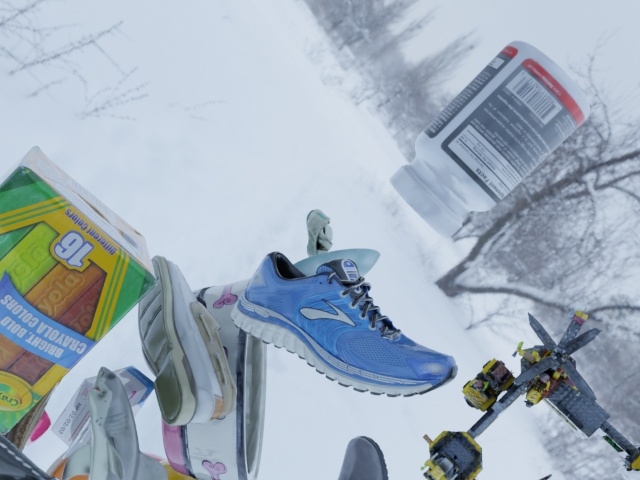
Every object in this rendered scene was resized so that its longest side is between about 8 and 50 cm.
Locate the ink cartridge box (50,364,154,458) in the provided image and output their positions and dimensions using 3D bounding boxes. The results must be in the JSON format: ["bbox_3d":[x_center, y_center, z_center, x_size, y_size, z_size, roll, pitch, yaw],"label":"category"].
[{"bbox_3d":[-0.355,0.271,1.008,0.061,0.104,0.181,36,5,12],"label":"ink cartridge box"}]

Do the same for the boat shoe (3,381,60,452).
[{"bbox_3d":[-0.443,0.242,0.854,0.123,0.342,0.123,31,-10,-6],"label":"boat shoe"}]

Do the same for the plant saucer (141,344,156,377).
[{"bbox_3d":[-0.259,0.218,1.156,0.168,0.029,0.168,33,24,-17],"label":"plant saucer"}]

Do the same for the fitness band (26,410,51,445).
[{"bbox_3d":[-0.549,0.261,1.065,0.209,0.291,0.054,49,57,-3],"label":"fitness band"}]

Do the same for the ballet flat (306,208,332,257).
[{"bbox_3d":[0.000,0.000,1.305,0.052,0.057,0.168,28,-26,20],"label":"ballet flat"}]

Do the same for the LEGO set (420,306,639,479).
[{"bbox_3d":[0.263,0.255,0.641,0.331,0.255,0.192,54,1,25],"label":"LEGO set"}]

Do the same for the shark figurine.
[{"bbox_3d":[-0.256,0.319,0.783,0.116,0.278,0.166,14,6,-42],"label":"shark figurine"}]

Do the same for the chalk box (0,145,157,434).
[{"bbox_3d":[-0.349,0.067,0.682,0.180,0.289,0.179,45,-4,-24],"label":"chalk box"}]

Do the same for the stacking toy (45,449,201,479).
[{"bbox_3d":[-0.345,0.584,1.318,0.350,0.480,0.351,30,52,-48],"label":"stacking toy"}]

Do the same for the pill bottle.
[{"bbox_3d":[0.320,-0.190,1.231,0.210,0.363,0.210,42,14,-13],"label":"pill bottle"}]

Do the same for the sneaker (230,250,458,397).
[{"bbox_3d":[0.032,0.103,0.848,0.330,0.147,0.130,22,4,24],"label":"sneaker"}]

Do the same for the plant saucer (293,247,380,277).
[{"bbox_3d":[0.028,0.064,1.251,0.195,0.195,0.037,26,50,-62],"label":"plant saucer"}]

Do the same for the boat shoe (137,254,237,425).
[{"bbox_3d":[-0.220,0.157,1.013,0.103,0.113,0.302,10,45,-37],"label":"boat shoe"}]

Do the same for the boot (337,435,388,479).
[{"bbox_3d":[0.019,0.575,1.304,0.222,0.118,0.338,21,70,-38],"label":"boot"}]

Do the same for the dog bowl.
[{"bbox_3d":[-0.195,0.271,1.216,0.408,0.150,0.408,180,-90,-90],"label":"dog bowl"}]

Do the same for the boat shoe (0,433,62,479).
[{"bbox_3d":[-0.148,0.199,0.364,0.335,0.119,0.121,58,7,-14],"label":"boat shoe"}]
